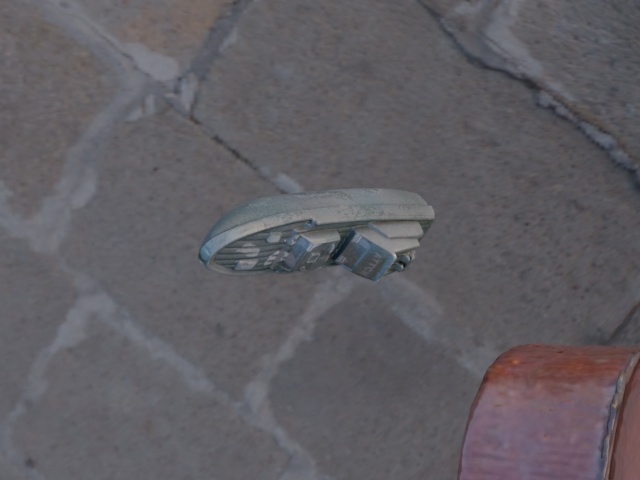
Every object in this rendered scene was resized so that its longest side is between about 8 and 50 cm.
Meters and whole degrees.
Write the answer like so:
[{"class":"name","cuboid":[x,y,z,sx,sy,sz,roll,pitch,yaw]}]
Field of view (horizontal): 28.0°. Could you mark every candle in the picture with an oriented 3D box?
[{"class":"candle","cuboid":[0.187,0.204,0.862,0.131,0.287,0.317,2,107,34]}]

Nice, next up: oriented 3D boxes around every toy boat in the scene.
[{"class":"toy boat","cuboid":[0.000,0.000,1.140,0.085,0.260,0.078,58,132,27]}]
